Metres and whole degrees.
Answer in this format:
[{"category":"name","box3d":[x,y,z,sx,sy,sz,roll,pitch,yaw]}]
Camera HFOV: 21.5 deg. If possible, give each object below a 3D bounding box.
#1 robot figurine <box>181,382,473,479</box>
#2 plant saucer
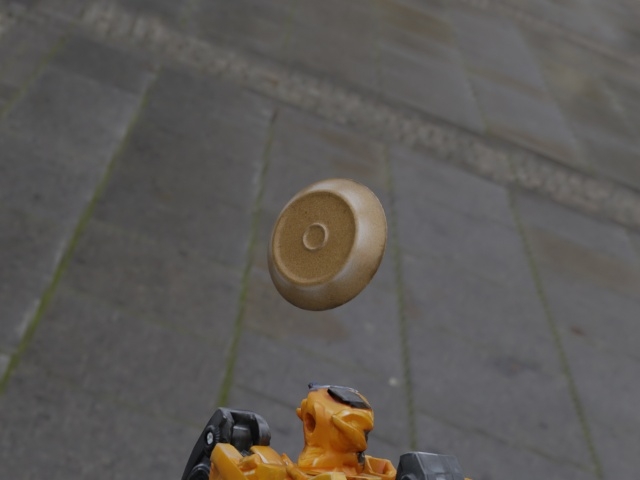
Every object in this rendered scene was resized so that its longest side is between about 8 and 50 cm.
[{"category":"robot figurine","box3d":[-0.003,0.199,0.624,0.085,0.291,0.211,10,-3,-33]},{"category":"plant saucer","box3d":[0.000,0.000,1.003,0.083,0.083,0.015,35,3,36]}]
